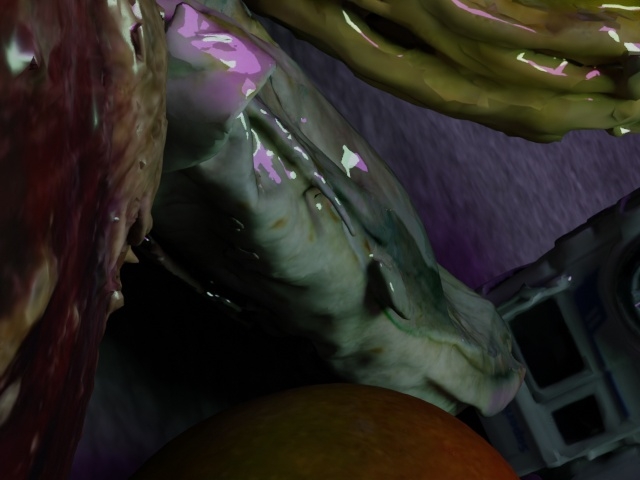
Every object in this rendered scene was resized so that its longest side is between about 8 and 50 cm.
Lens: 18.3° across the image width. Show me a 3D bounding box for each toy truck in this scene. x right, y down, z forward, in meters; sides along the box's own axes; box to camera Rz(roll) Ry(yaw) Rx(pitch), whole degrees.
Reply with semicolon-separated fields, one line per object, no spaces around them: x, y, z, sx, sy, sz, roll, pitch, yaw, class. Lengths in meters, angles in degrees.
0.151;0.116;0.807;0.124;0.155;0.268;-15;79;-63;toy truck

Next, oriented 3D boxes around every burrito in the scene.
-0.003;-0.002;0.606;0.096;0.066;0.309;65;8;28;burrito

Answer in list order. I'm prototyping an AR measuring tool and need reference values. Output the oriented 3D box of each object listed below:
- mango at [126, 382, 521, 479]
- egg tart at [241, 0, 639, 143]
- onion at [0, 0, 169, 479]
-0.017;0.132;0.520;0.146;0.129;0.289;61;36;-14;mango
0.080;-0.218;0.638;0.388;0.388;0.169;60;-15;-12;egg tart
-0.124;-0.026;0.377;0.246;0.190;0.246;-5;90;-87;onion
